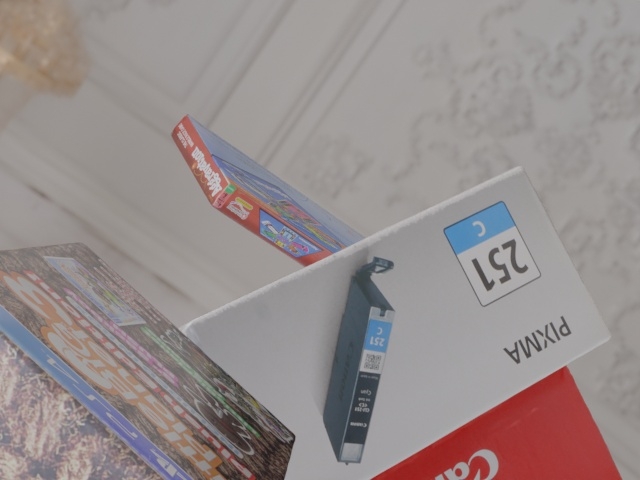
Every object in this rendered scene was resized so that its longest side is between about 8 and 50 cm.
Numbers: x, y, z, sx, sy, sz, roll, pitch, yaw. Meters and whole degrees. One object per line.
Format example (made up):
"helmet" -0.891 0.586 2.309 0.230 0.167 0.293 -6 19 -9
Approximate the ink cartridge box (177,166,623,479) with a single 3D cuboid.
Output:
"ink cartridge box" 0.074 0.121 1.083 0.296 0.066 0.261 -25 -92 -33

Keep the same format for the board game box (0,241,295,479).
"board game box" -0.141 0.132 0.629 0.141 0.232 0.291 42 -179 0

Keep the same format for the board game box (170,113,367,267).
"board game box" 0.000 0.000 1.413 0.281 0.027 0.145 34 -170 -31
